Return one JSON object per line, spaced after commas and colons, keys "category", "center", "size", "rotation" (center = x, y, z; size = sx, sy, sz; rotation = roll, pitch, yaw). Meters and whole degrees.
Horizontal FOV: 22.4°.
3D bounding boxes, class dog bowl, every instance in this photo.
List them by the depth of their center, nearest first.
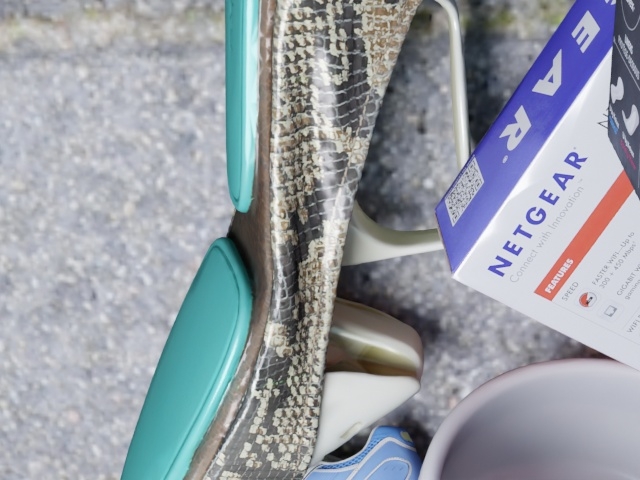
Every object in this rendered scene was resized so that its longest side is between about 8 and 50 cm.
{"category": "dog bowl", "center": [0.176, 0.197, 0.933], "size": [0.265, 0.265, 0.104], "rotation": [18, 131, 4]}

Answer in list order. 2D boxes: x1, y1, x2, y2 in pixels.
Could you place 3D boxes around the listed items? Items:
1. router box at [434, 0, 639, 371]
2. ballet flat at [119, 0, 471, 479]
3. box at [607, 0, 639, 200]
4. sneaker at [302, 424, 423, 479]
{"category": "router box", "center": [0.278, -0.064, 0.882], "size": [0.301, 0.082, 0.335], "rotation": [27, 113, -17]}
{"category": "ballet flat", "center": [0.000, 0.000, 0.975], "size": [0.182, 0.164, 0.483], "rotation": [8, 110, -14]}
{"category": "box", "center": [0.270, -0.082, 0.731], "size": [0.247, 0.163, 0.142], "rotation": [-5, 120, -2]}
{"category": "sneaker", "center": [-0.012, 0.187, 1.084], "size": [0.211, 0.080, 0.081], "rotation": [-22, 65, 27]}
